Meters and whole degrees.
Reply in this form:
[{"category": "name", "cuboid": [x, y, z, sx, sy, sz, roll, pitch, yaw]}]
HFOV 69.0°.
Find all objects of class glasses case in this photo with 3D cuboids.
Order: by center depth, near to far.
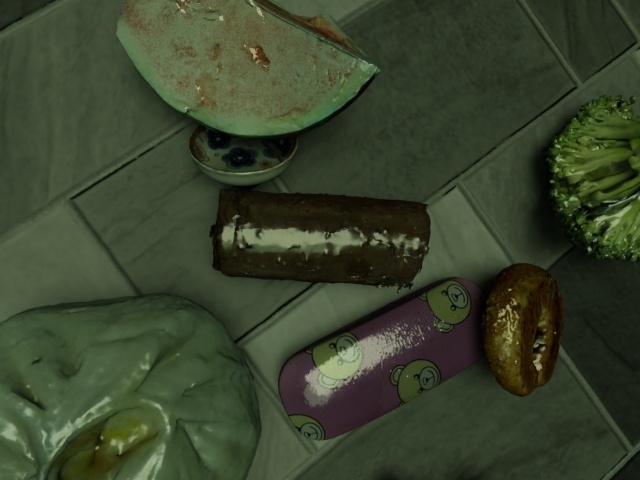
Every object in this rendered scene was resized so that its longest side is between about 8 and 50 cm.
[{"category": "glasses case", "cuboid": [0.096, 0.156, 0.632, 0.317, 0.076, 0.123, -25, 93, -12]}]

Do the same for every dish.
[{"category": "dish", "cuboid": [-0.101, -0.104, 0.627, 0.141, 0.078, 0.141, 1, 46, -2]}]

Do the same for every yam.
[{"category": "yam", "cuboid": [0.000, -0.001, 0.608, 0.280, 0.131, 0.131, 4, 85, -9]}]

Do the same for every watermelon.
[{"category": "watermelon", "cuboid": [-0.077, -0.239, 0.579, 0.305, 0.180, 0.223, 27, 75, 2]}]

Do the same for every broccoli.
[{"category": "broccoli", "cuboid": [0.473, -0.134, 0.591, 0.221, 0.361, 0.252, 47, 42, 4]}]

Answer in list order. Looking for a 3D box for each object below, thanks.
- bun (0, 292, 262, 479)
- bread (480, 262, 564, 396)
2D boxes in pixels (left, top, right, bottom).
[{"category": "bun", "cuboid": [-0.223, 0.227, 0.494, 0.355, 0.194, 0.354, 3, 82, -23]}, {"category": "bread", "cuboid": [0.278, 0.120, 0.642, 0.193, 0.064, 0.193, 0, 91, -45]}]
